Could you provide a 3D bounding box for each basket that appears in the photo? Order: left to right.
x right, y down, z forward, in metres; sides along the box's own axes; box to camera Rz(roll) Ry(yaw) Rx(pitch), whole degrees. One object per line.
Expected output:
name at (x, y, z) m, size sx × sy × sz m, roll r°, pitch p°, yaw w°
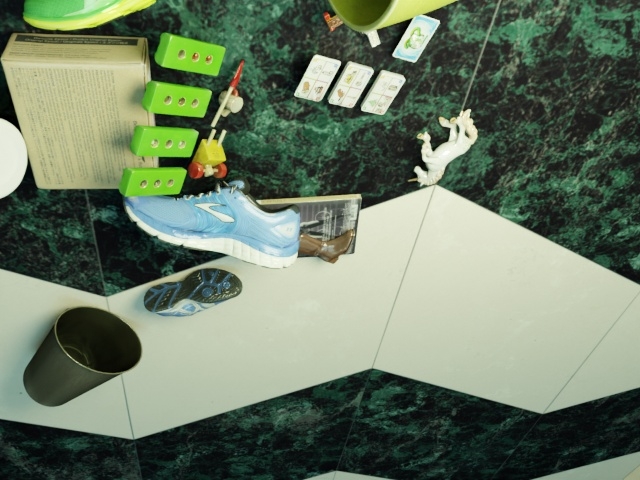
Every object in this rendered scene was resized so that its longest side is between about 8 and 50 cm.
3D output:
basket at (-0.549, 0.271, 1.321) m, size 0.204 × 0.154 × 0.227 m, roll 29°, pitch 128°, yaw -36°

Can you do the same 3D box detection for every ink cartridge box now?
ink cartridge box at (-0.358, -0.194, 0.917) m, size 0.193 × 0.088 × 0.235 m, roll -1°, pitch 135°, yaw -11°

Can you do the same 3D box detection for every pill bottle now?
pill bottle at (-0.558, -0.135, 0.871) m, size 0.216 × 0.121 × 0.121 m, roll 12°, pitch 140°, yaw 19°

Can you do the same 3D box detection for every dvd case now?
dvd case at (-0.033, -0.024, 1.205) m, size 0.221 × 0.018 × 0.164 m, roll -4°, pitch 137°, yaw -7°

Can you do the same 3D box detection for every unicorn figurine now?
unicorn figurine at (0.219, -0.161, 1.081) m, size 0.162 × 0.060 × 0.111 m, roll -26°, pitch 134°, yaw 16°

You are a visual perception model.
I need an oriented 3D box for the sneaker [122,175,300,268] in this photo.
sneaker at (-0.192, -0.057, 1.082) m, size 0.330 × 0.130 × 0.147 m, roll 13°, pitch 101°, yaw -8°

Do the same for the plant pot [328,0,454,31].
plant pot at (0.168, -0.409, 0.698) m, size 0.293 × 0.275 × 0.275 m, roll -14°, pitch 138°, yaw -18°

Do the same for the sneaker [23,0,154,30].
sneaker at (-0.261, -0.364, 0.768) m, size 0.295 × 0.109 × 0.123 m, roll -21°, pitch 114°, yaw 12°

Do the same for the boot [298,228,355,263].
boot at (0.000, 0.000, 1.201) m, size 0.114 × 0.037 × 0.106 m, roll 20°, pitch 127°, yaw -23°

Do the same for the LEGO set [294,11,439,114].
LEGO set at (0.079, -0.320, 0.920) m, size 0.182 × 0.060 × 0.244 m, roll 3°, pitch 137°, yaw -31°

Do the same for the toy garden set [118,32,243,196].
toy garden set at (-0.205, -0.191, 0.919) m, size 0.204 × 0.049 × 0.244 m, roll -11°, pitch 130°, yaw -56°

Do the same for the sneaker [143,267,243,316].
sneaker at (-0.268, 0.116, 1.275) m, size 0.211 × 0.080 × 0.081 m, roll -10°, pitch 154°, yaw 4°
